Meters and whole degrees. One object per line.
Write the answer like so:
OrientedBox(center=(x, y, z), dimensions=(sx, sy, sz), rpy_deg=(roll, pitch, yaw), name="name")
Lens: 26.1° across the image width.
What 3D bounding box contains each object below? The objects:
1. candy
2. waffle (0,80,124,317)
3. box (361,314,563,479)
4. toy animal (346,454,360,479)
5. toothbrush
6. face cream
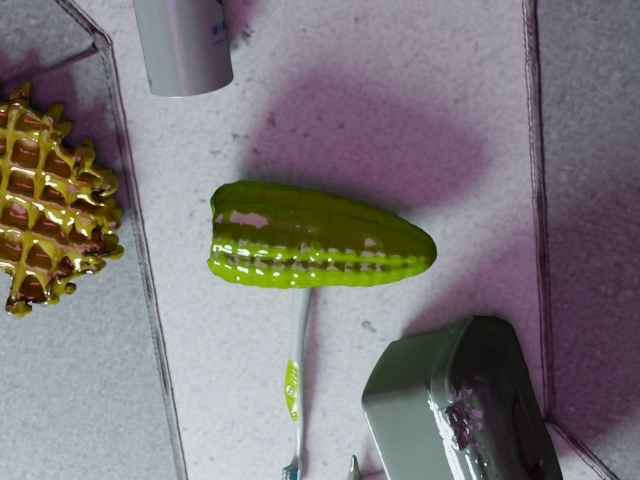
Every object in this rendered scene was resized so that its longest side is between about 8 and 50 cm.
OrientedBox(center=(0.000, 0.000, 1.236), dimensions=(0.210, 0.096, 0.096), rpy_deg=(6, 116, 4), name="candy")
OrientedBox(center=(-0.304, -0.036, 1.302), dimensions=(0.232, 0.051, 0.228), rpy_deg=(-28, 104, 20), name="waffle")
OrientedBox(center=(0.133, 0.187, 1.271), dimensions=(0.129, 0.148, 0.210), rpy_deg=(-11, 110, 24), name="box")
OrientedBox(center=(0.035, 0.296, 1.367), dimensions=(0.219, 0.095, 0.155), rpy_deg=(3, 119, 8), name="toy animal")
OrientedBox(center=(-0.021, 0.136, 1.342), dimensions=(0.022, 0.026, 0.263), rpy_deg=(24, 120, 36), name="toothbrush")
OrientedBox(center=(-0.127, -0.248, 1.153), dimensions=(0.077, 0.077, 0.250), rpy_deg=(-3, 115, 12), name="face cream")
